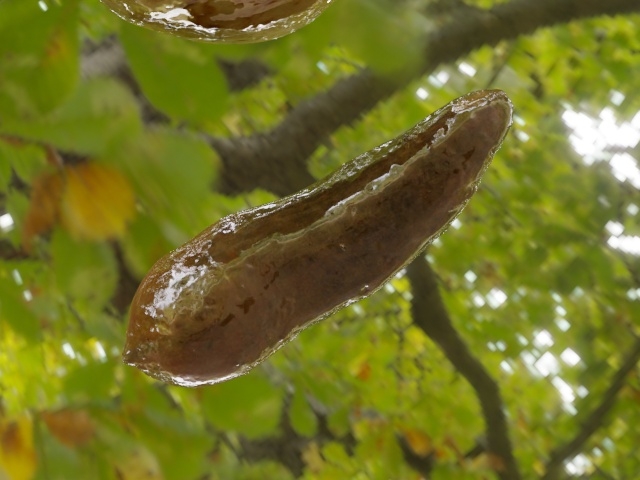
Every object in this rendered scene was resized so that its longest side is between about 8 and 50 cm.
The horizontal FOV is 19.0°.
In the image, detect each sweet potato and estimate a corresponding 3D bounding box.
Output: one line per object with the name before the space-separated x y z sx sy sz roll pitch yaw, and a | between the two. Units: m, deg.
sweet potato | 0.001 0.000 1.213 0.292 0.097 0.097 -33 -62 -3

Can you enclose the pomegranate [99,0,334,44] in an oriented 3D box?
pomegranate | -0.057 -0.225 1.168 0.215 0.215 0.215 -7 -67 -17
